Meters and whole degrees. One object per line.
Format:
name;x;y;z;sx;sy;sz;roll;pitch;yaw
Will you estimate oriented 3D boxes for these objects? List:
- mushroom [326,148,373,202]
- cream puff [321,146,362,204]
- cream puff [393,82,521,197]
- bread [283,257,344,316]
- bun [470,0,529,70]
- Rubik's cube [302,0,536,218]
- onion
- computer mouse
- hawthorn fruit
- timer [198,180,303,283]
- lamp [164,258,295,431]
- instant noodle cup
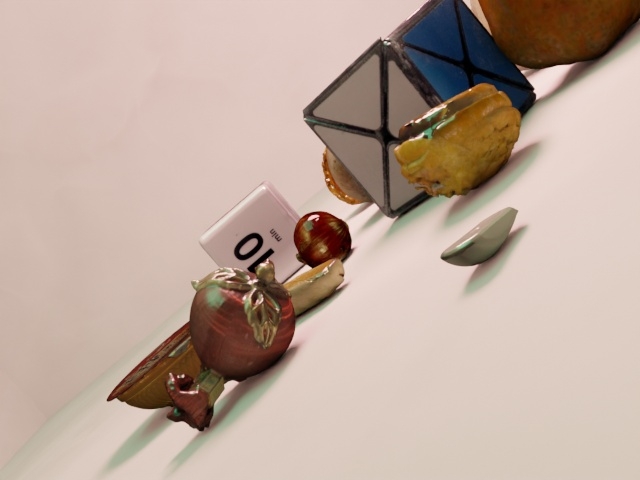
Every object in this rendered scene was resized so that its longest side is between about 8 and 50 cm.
mushroom;0.119;-0.153;1.784;0.204;0.204;0.204;-40;6;5
cream puff;0.118;-0.178;2.091;0.169;0.183;0.183;-12;-14;-39
cream puff;0.195;-0.134;1.294;0.189;0.129;0.189;-31;4;3
bread;-0.034;0.089;1.475;0.214;0.053;0.073;-32;14;41
bun;0.437;-0.475;1.903;0.281;0.205;0.282;-34;-35;-28
Rubik's cube;0.168;-0.234;1.580;0.255;0.260;0.259;-34;7;46
onion;0.000;0.000;1.667;0.118;0.118;0.117;-42;10;-9
computer mouse;0.169;0.000;0.944;0.110;0.032;0.056;-34;2;-38
hawthorn fruit;0.379;-0.436;1.496;0.267;0.301;0.268;-30;21;13
timer;-0.133;0.001;2.061;0.195;0.192;0.194;-40;6;3
lamp;-0.117;0.139;1.290;0.215;0.151;0.223;-40;-41;-64
instant noodle cup;-0.252;0.226;1.663;0.274;0.091;0.274;-40;6;5
